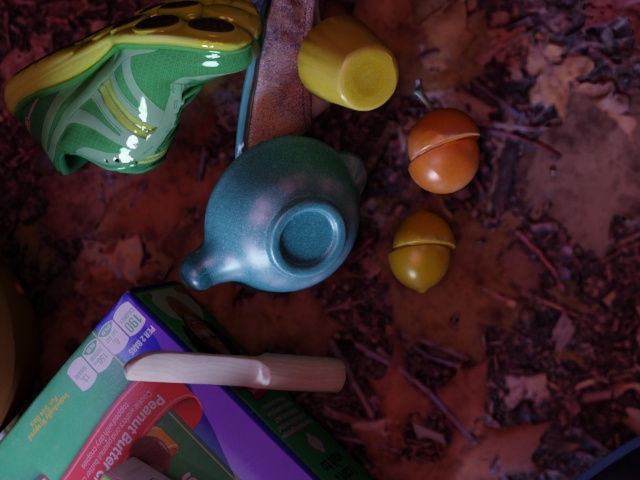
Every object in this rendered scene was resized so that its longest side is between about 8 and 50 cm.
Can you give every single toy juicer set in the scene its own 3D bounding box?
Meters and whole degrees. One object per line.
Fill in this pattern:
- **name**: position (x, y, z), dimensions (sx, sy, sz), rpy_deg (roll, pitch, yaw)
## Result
- **toy juicer set**: position (0.000, 0.000, 1.125), dimensions (0.209, 0.089, 0.329), rpy_deg (30, 96, -32)

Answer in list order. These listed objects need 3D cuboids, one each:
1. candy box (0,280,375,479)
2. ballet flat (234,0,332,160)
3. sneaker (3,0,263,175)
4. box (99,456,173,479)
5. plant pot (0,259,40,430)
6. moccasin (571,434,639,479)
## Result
- **candy box**: position (-0.116, 0.238, 1.184), dimensions (0.317, 0.122, 0.268), rpy_deg (43, 104, 8)
- **ballet flat**: position (-0.003, -0.196, 1.134), dimensions (0.106, 0.107, 0.316), rpy_deg (8, 97, 3)
- **sneaker**: position (-0.142, -0.126, 1.150), dimensions (0.295, 0.109, 0.124), rpy_deg (-13, 109, 46)
- **box**: position (-0.125, 0.367, 1.108), dimensions (0.232, 0.058, 0.322), rpy_deg (29, 106, 14)
- **plant pot**: position (-0.373, 0.095, 1.191), dimensions (0.290, 0.203, 0.291), rpy_deg (-1, 87, 13)
- **moccasin**: position (0.164, 0.274, 1.042), dimensions (0.342, 0.138, 0.117), rpy_deg (-34, 66, -10)
